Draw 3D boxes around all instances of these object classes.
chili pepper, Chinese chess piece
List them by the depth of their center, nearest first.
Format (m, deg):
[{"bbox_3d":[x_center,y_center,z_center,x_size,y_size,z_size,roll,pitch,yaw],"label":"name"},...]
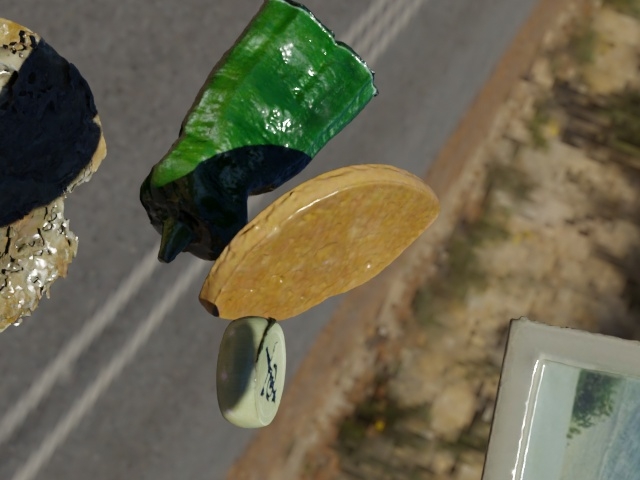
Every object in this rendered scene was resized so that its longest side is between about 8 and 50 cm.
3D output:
[{"bbox_3d":[-0.050,0.098,1.344,0.084,0.034,0.084,4,90,-75],"label":"Chinese chess piece"},{"bbox_3d":[-0.069,-0.084,1.614,0.270,0.099,0.136,-53,125,-23],"label":"chili pepper"}]

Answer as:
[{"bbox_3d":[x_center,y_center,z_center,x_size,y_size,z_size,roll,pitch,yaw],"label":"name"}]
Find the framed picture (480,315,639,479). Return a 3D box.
[{"bbox_3d":[0.169,0.209,0.810,0.024,0.232,0.315,53,47,-83],"label":"framed picture"}]

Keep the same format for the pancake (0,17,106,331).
[{"bbox_3d":[-0.382,-0.054,1.921,0.382,0.071,0.382,-22,122,-40],"label":"pancake"}]

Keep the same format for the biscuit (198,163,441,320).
[{"bbox_3d":[0.000,0.000,1.469,0.221,0.029,0.142,-26,145,-15],"label":"biscuit"}]
